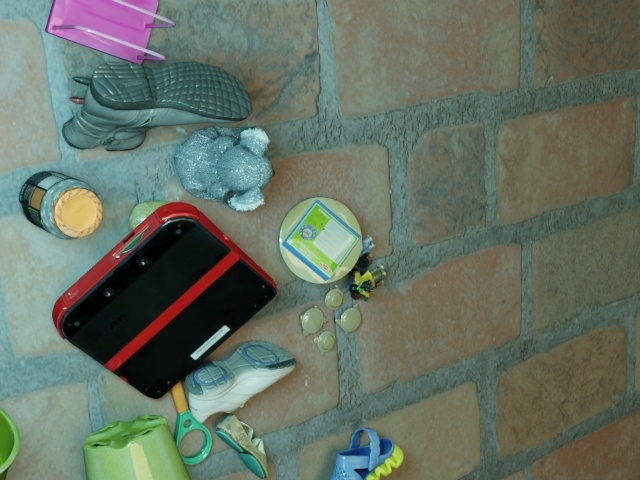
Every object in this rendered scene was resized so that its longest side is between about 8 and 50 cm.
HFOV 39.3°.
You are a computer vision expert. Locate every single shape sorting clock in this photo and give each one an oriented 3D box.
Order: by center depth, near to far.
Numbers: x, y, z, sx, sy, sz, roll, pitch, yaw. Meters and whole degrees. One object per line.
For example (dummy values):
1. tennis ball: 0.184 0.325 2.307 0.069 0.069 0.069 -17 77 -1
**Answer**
1. shape sorting clock: 0.000 0.000 2.149 0.206 0.040 0.206 2 85 -19

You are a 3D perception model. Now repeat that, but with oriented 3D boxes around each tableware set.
1. tableware set: 0.026 0.200 2.251 0.168 0.020 0.141 -40 120 -21

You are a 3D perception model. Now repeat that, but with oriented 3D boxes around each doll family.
1. doll family: 0.097 0.075 2.244 0.111 0.076 0.193 -33 113 -20

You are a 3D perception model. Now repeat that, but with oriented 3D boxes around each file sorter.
1. file sorter: -0.365 -0.505 1.713 0.202 0.182 0.291 14 92 -36

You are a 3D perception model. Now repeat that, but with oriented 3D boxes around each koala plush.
1. koala plush: -0.180 -0.151 1.900 0.203 0.221 0.196 7 97 -36

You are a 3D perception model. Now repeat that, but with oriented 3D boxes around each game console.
1. game console: -0.327 0.132 1.893 0.386 0.060 0.342 -41 128 5

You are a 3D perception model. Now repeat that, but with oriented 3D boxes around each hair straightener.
1. hair straightener: -0.393 -0.308 1.821 0.230 0.047 0.089 4 98 -36

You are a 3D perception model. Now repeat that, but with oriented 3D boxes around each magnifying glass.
1. magnifying glass: -0.309 0.411 2.058 0.092 0.026 0.231 -24 113 -29

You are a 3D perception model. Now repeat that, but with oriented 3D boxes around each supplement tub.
1. supplement tub: -0.494 -0.067 1.715 0.117 0.190 0.117 -9 106 -33

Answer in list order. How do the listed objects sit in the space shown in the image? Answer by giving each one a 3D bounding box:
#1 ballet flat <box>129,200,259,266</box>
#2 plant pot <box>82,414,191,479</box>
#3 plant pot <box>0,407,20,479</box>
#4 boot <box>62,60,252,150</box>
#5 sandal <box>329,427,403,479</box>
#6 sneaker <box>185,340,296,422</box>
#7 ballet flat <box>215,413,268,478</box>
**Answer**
1. ballet flat: -0.255 0.022 1.953 0.348 0.123 0.123 37 79 -35
2. plant pot: -0.386 0.520 1.906 0.276 0.276 0.254 -18 99 -31
3. plant pot: -0.756 0.486 1.589 0.366 0.366 0.353 6 108 -36
4. boot: -0.325 -0.255 1.785 0.338 0.222 0.118 5 65 -29
5. sandal: 0.072 0.601 2.320 0.317 0.126 0.138 -42 118 -30
6. sneaker: -0.188 0.326 2.090 0.297 0.111 0.129 -14 129 -34
7. ballet flat: -0.172 0.490 2.148 0.067 0.073 0.206 -55 130 -30
